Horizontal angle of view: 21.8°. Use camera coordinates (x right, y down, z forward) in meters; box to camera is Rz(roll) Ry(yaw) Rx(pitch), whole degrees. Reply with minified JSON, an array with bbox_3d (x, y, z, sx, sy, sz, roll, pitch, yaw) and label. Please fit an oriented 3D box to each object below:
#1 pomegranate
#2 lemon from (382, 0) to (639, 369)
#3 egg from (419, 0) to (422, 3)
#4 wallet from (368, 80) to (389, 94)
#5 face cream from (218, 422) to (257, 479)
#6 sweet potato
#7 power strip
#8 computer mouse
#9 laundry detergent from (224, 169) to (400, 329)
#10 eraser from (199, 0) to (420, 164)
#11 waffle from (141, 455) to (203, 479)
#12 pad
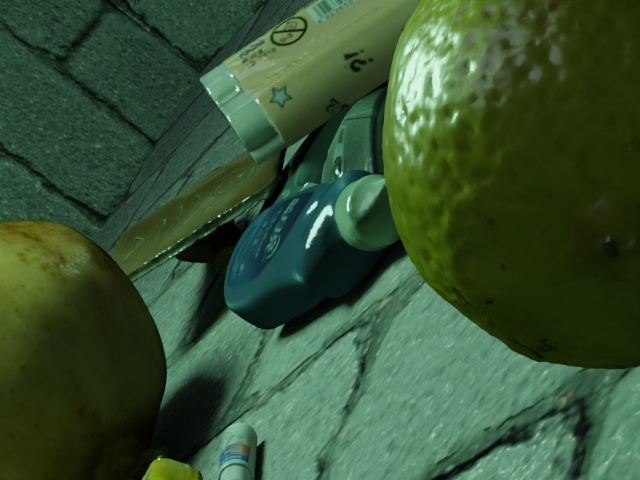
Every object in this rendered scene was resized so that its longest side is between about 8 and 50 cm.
[{"bbox_3d":[-0.342,0.178,1.837,0.411,0.411,0.411,-49,12,14],"label":"pomegranate"},{"bbox_3d":[0.152,-0.055,0.915,0.267,0.267,0.267,-49,12,14],"label":"lemon"},{"bbox_3d":[0.165,-0.299,1.976,0.110,0.085,0.085,-38,1,-35],"label":"egg"},{"bbox_3d":[0.004,-0.198,2.196,0.241,0.067,0.141,-25,14,11],"label":"wallet"},{"bbox_3d":[-0.076,0.208,1.512,0.034,0.034,0.130,-49,13,15],"label":"face cream"},{"bbox_3d":[-0.161,-0.012,2.323,0.109,0.109,0.385,-53,12,-3],"label":"sweet potato"},{"bbox_3d":[-0.007,-0.084,2.070,0.167,0.054,0.253,-43,16,35],"label":"power strip"},{"bbox_3d":[0.047,-0.100,1.867,0.126,0.071,0.231,-41,17,44],"label":"computer mouse"},{"bbox_3d":[0.000,0.000,1.688,0.143,0.094,0.290,-60,14,-25],"label":"laundry detergent"},{"bbox_3d":[0.001,-0.233,2.085,0.290,0.087,0.171,-34,43,-2],"label":"eraser"},{"bbox_3d":[-0.200,0.335,1.554,0.248,0.055,0.221,-50,12,7],"label":"waffle"},{"bbox_3d":[-0.164,-0.041,2.187,0.284,0.018,0.286,-32,15,12],"label":"pad"}]
